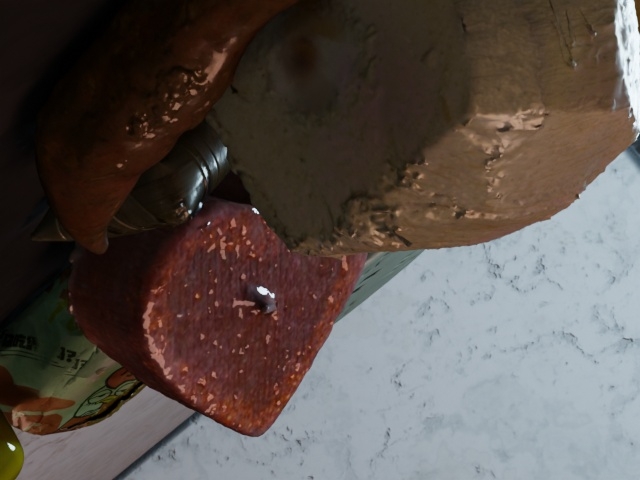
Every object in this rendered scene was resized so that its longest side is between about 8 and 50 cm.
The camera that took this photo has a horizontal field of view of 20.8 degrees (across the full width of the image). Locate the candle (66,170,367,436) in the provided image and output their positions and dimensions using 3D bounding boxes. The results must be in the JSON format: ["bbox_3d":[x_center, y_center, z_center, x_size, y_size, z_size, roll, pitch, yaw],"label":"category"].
[{"bbox_3d":[-0.080,0.059,1.640,0.317,0.131,0.287,-22,125,-43],"label":"candle"}]

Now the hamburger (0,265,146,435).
[{"bbox_3d":[-0.216,0.103,1.754,0.214,0.125,0.235,-31,160,16],"label":"hamburger"}]

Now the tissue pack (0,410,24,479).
[{"bbox_3d":[-0.381,0.223,1.706,0.178,0.123,0.127,-30,172,-43],"label":"tissue pack"}]

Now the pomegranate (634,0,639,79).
[{"bbox_3d":[0.205,-0.210,1.552,0.260,0.260,0.260,-38,172,-6],"label":"pomegranate"}]

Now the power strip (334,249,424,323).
[{"bbox_3d":[0.000,0.000,2.032,0.357,0.161,0.357,-38,172,-6],"label":"power strip"}]

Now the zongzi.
[{"bbox_3d":[-0.139,-0.069,1.448,0.178,0.081,0.189,-18,-158,40],"label":"zongzi"}]

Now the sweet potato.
[{"bbox_3d":[-0.121,-0.103,1.172,0.106,0.095,0.354,19,136,-24],"label":"sweet potato"}]

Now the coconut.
[{"bbox_3d":[0.083,-0.133,1.221,0.254,0.297,0.297,-10,153,-49],"label":"coconut"}]
